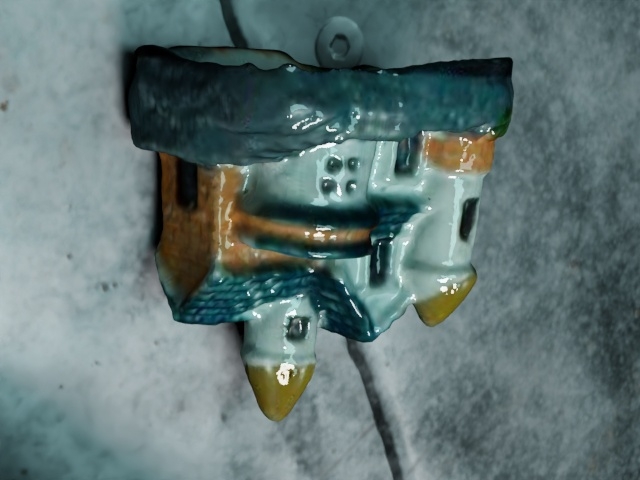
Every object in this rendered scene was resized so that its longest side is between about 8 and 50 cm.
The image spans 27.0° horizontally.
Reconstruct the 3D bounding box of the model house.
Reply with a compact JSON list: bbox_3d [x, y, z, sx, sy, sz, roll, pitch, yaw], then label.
[{"bbox_3d":[0.000,0.000,0.979,0.253,0.184,0.291,-5,106,-39],"label":"model house"}]
